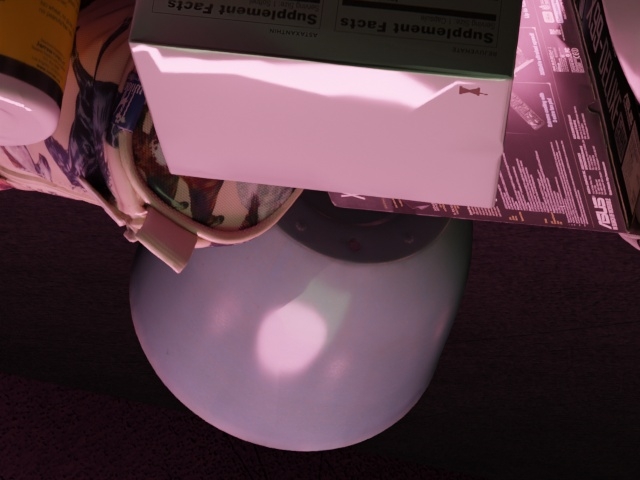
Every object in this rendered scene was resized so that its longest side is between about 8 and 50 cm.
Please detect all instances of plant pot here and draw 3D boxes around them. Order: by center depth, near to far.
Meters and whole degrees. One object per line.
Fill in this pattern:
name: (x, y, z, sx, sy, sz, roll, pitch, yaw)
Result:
plant pot: (0.000, 0.000, 1.684, 0.293, 0.293, 0.235, 11, 147, -10)

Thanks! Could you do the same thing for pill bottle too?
pill bottle: (-0.216, -0.178, 1.301, 0.119, 0.208, 0.119, 7, 163, 2)

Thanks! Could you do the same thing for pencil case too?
pencil case: (-0.172, -0.096, 1.444, 0.410, 0.183, 0.160, 12, 146, 54)

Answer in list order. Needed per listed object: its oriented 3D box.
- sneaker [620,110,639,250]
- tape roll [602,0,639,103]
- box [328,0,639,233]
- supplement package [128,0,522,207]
sneaker: (0.317, -0.043, 1.630, 0.228, 0.132, 0.086, -4, 159, 34)
tape roll: (0.228, -0.172, 1.109, 0.072, 0.219, 0.219, -3, 160, 31)
box: (0.091, -0.128, 1.398, 0.242, 0.076, 0.307, 6, 148, 23)
supplement package: (0.019, -0.181, 1.097, 0.198, 0.263, 0.199, 6, 162, 4)
